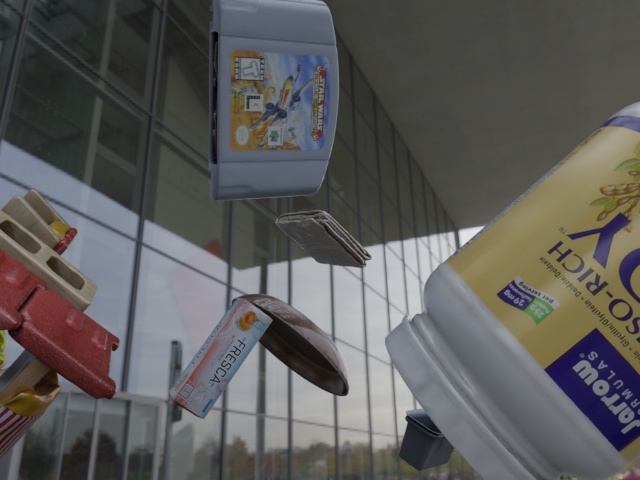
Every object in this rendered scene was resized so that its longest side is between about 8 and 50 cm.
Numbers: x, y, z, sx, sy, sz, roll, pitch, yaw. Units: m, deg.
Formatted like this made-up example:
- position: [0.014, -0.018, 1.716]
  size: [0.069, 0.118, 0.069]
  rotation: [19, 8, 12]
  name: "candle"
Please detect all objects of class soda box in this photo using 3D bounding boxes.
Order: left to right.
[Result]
- position: [-0.155, 0.179, 0.895]
  size: [0.058, 0.183, 0.063]
  rotation: [39, -14, -15]
  name: "soda box"

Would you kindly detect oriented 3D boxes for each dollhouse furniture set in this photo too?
- position: [-0.299, 0.091, 0.513]
  size: [0.152, 0.201, 0.374]
  rotation: [44, -4, -18]
  name: "dollhouse furniture set"

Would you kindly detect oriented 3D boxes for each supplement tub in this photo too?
- position: [0.250, 0.062, 0.538]
  size: [0.331, 0.241, 0.241]
  rotation: [-43, -33, 7]
  name: "supplement tub"

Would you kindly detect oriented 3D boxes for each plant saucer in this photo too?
- position: [-0.055, 0.212, 1.217]
  size: [0.311, 0.050, 0.310]
  rotation: [34, -24, 18]
  name: "plant saucer"

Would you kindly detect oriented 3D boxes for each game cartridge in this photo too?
- position: [-0.068, -0.210, 0.869]
  size: [0.198, 0.297, 0.062]
  rotation: [-5, 19, -24]
  name: "game cartridge"

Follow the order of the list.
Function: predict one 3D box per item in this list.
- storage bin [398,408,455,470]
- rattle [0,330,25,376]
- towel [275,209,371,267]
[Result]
- position: [0.220, 0.391, 1.122]
  size: [0.135, 0.091, 0.098]
  rotation: [10, 11, -46]
  name: "storage bin"
- position: [-0.400, 0.121, 0.816]
  size: [0.200, 0.130, 0.142]
  rotation: [-43, -20, -9]
  name: "rattle"
- position: [0.000, 0.000, 1.508]
  size: [0.187, 0.049, 0.282]
  rotation: [44, -18, -19]
  name: "towel"
